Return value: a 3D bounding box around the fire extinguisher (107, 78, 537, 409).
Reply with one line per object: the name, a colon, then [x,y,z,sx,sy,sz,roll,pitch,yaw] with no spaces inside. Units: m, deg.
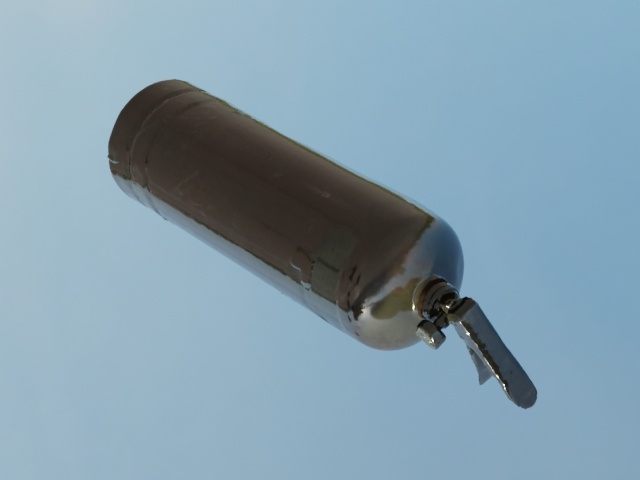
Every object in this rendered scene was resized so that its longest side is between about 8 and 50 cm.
fire extinguisher: [0.000,0.000,0.907,0.072,0.089,0.267,-42,-137,-17]
